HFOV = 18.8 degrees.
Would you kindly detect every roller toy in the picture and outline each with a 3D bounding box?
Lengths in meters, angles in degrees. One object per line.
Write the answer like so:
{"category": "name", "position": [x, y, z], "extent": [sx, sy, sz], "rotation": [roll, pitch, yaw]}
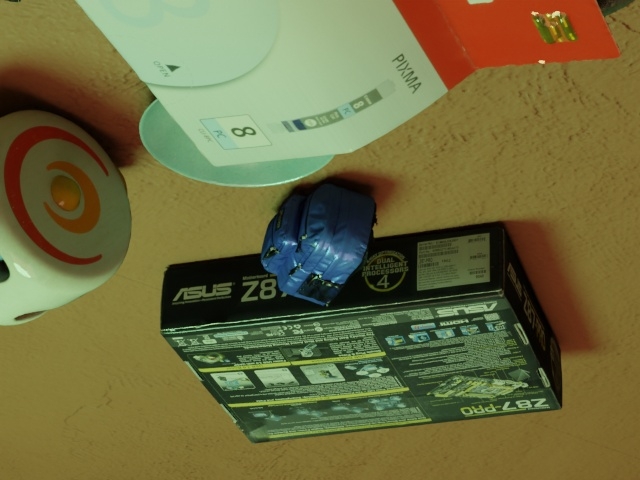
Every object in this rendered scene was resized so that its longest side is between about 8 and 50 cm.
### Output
{"category": "roller toy", "position": [-0.285, -0.023, 1.884], "extent": [0.146, 0.191, 0.209], "rotation": [-25, 141, 37]}

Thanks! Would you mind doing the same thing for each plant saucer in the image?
{"category": "plant saucer", "position": [-0.076, -0.115, 1.867], "extent": [0.195, 0.037, 0.195], "rotation": [2, 150, 1]}

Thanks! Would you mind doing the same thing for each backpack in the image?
{"category": "backpack", "position": [0.000, 0.000, 2.007], "extent": [0.101, 0.098, 0.120], "rotation": [18, 148, -20]}

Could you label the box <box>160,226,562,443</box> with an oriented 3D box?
{"category": "box", "position": [0.055, 0.117, 2.215], "extent": [0.395, 0.097, 0.318], "rotation": [-8, 147, 17]}

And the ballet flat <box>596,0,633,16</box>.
{"category": "ballet flat", "position": [0.175, -0.212, 1.676], "extent": [0.250, 0.058, 0.084], "rotation": [-22, 118, 26]}

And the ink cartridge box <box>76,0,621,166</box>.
{"category": "ink cartridge box", "position": [0.015, -0.189, 1.578], "extent": [0.385, 0.091, 0.308], "rotation": [-3, 147, 27]}
